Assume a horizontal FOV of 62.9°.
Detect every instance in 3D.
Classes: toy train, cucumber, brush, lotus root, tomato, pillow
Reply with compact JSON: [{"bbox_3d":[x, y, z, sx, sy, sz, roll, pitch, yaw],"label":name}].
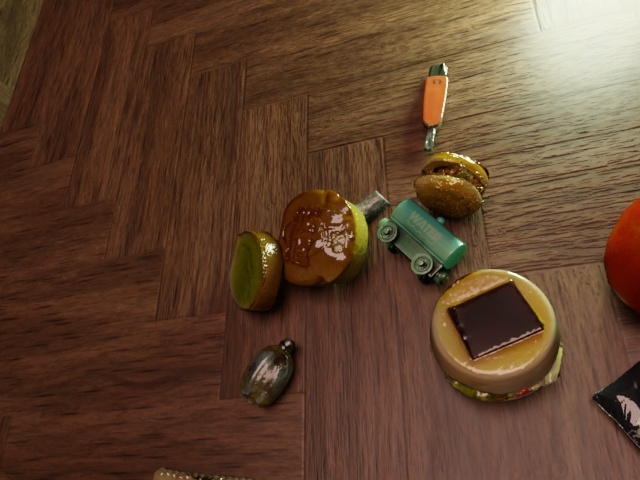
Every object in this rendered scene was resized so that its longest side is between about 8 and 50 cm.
[{"bbox_3d":[0.260,0.000,1.350,0.159,0.101,0.248,-46,56,6],"label":"toy train"},{"bbox_3d":[0.138,-0.090,1.475,0.112,0.064,0.064,-34,57,1],"label":"cucumber"},{"bbox_3d":[0.336,-0.393,1.556,0.070,0.051,0.323,6,64,18],"label":"brush"},{"bbox_3d":[-0.130,0.339,1.360,0.113,0.088,0.192,31,79,15],"label":"lotus root"},{"bbox_3d":[0.746,0.029,1.069,0.298,0.226,0.298,-10,58,17],"label":"tomato"},{"bbox_3d":[0.666,0.361,1.040,0.141,0.055,0.208,-33,58,-6],"label":"pillow"}]

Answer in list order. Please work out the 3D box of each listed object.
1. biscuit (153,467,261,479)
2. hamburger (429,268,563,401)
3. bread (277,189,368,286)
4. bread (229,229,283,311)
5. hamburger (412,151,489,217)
[{"bbox_3d":[-0.292,0.684,1.280,0.325,0.044,0.217,-4,63,20],"label":"biscuit"},{"bbox_3d":[0.381,0.208,1.166,0.302,0.170,0.302,-10,58,16],"label":"hamburger"},{"bbox_3d":[0.000,0.000,1.410,0.270,0.148,0.270,-8,75,33],"label":"bread"},{"bbox_3d":[-0.184,0.083,1.453,0.236,0.070,0.236,-15,72,55],"label":"bread"},{"bbox_3d":[0.328,-0.136,1.351,0.191,0.182,0.118,15,64,31],"label":"hamburger"}]
